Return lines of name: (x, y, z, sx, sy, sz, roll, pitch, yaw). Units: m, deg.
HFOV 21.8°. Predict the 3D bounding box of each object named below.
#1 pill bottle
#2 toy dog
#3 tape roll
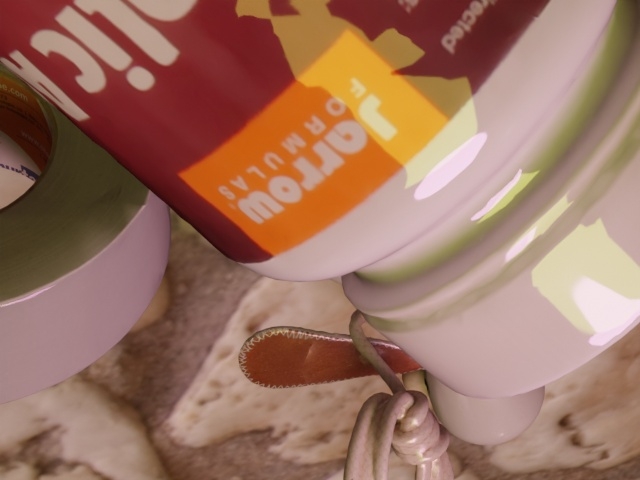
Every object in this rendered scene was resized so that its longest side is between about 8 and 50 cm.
pill bottle: (-0.023, -0.126, 0.655, 0.392, 0.224, 0.224, 41, 113, -18)
toy dog: (0.000, 0.000, 0.965, 0.220, 0.161, 0.334, -39, 121, -42)
tape roll: (-0.184, -0.023, 0.814, 0.219, 0.219, 0.072, -12, 140, -12)
